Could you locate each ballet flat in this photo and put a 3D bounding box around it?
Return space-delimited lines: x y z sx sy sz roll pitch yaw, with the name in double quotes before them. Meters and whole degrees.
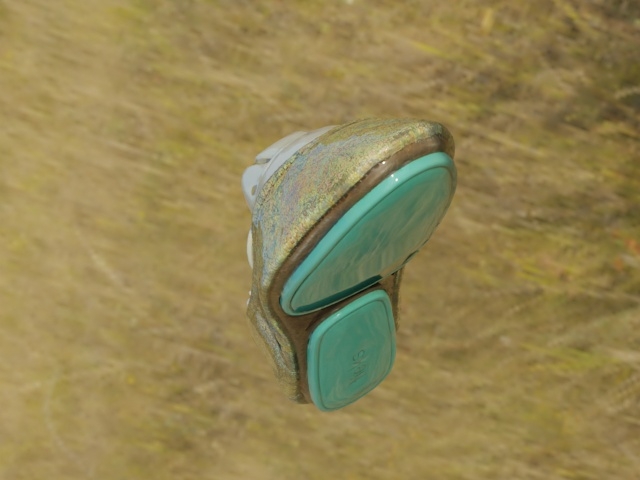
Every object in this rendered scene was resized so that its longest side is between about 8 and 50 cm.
"ballet flat" 0.000 0.000 0.905 0.348 0.123 0.123 97 -178 -64
